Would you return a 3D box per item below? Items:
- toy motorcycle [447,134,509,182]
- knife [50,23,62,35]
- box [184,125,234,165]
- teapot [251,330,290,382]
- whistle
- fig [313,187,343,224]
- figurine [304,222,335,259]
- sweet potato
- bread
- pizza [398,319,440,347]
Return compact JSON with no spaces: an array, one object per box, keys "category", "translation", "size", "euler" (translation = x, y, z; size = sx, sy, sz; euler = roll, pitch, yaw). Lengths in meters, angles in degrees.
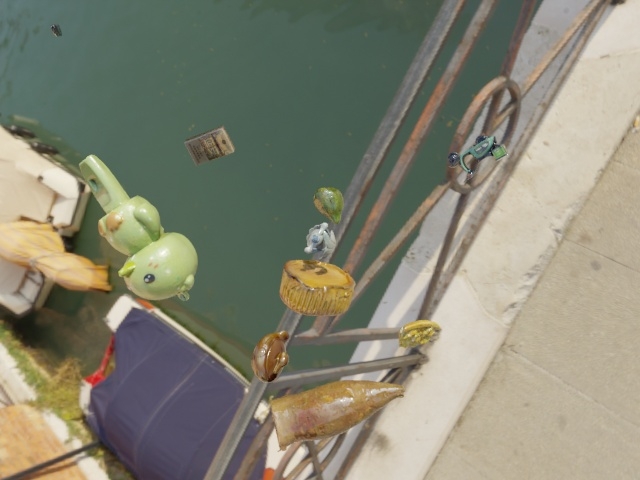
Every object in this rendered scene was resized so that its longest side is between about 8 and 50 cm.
[{"category":"toy motorcycle","translation":[0.470,-0.253,1.622],"size":[0.173,0.058,0.100],"euler":[-31,84,31]},{"category":"knife","translation":[-0.673,-0.537,1.363],"size":[0.121,0.018,0.031],"euler":[-143,37,-63]},{"category":"box","translation":[-0.216,-0.186,1.049],"size":[0.083,0.053,0.024],"euler":[-18,30,13]},{"category":"teapot","translation":[-0.108,0.271,1.259],"size":[0.078,0.098,0.129],"euler":[-2,42,27]},{"category":"whistle","translation":[-0.328,-0.003,0.934],"size":[0.141,0.294,0.141],"euler":[-35,22,17]},{"category":"fig","translation":[0.037,-0.140,2.210],"size":[0.123,0.123,0.156],"euler":[-11,85,32]},{"category":"figurine","translation":[0.000,0.000,1.381],"size":[0.082,0.086,0.094],"euler":[24,101,5]},{"category":"sweet potato","translation":[0.039,0.400,1.284],"size":[0.337,0.131,0.131],"euler":[-18,72,7]},{"category":"bread","translation":[-0.011,0.130,1.420],"size":[0.199,0.199,0.104],"euler":[28,113,33]},{"category":"pizza","translation":[0.278,0.268,1.528],"size":[0.036,0.160,0.099],"euler":[49,121,43]}]
